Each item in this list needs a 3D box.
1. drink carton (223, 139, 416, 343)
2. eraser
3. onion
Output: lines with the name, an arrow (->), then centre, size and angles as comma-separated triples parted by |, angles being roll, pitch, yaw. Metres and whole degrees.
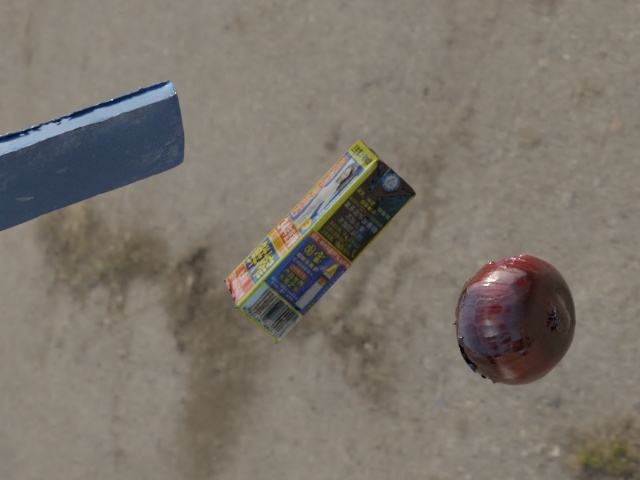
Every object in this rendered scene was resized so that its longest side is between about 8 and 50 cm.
drink carton -> 0.000, 0.000, 1.142 | 0.166, 0.056, 0.071 | -46, 23, 5
eraser -> -0.339, -0.116, 1.973 | 0.043, 0.311, 0.144 | 55, 157, 37
onion -> 0.191, 0.078, 1.375 | 0.131, 0.131, 0.131 | -29, 56, 53
